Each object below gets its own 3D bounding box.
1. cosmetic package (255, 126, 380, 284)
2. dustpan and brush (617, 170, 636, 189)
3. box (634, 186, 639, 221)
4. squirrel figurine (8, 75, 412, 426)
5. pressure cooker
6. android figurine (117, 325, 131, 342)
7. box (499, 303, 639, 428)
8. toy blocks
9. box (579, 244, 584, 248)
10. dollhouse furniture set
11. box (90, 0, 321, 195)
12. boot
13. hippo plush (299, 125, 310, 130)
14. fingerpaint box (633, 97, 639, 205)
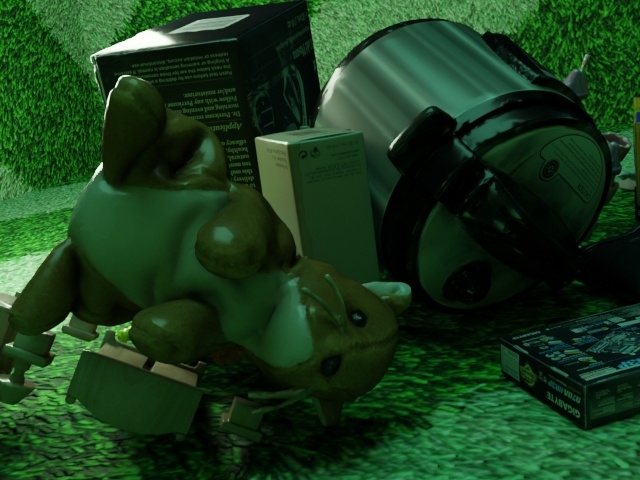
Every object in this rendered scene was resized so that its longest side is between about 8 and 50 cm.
[{"bbox_3d":[0.000,0.000,1.127,0.113,0.309,0.160,-11,13,-19],"label":"cosmetic package"},{"bbox_3d":[0.759,-0.152,1.897,0.147,0.060,0.211,5,18,43],"label":"dustpan and brush"},{"bbox_3d":[0.808,-0.076,1.515,0.308,0.076,0.242,-10,14,-9],"label":"box"},{"bbox_3d":[-0.086,0.043,0.918,0.371,0.281,0.397,27,0,1],"label":"squirrel figurine"},{"bbox_3d":[0.219,-0.094,1.193,0.370,0.375,0.420,-13,42,-21],"label":"pressure cooker"},{"bbox_3d":[-0.183,0.095,1.218,0.273,0.056,0.248,-23,-7,-42],"label":"android figurine"},{"bbox_3d":[0.348,0.136,0.919,0.220,0.051,0.175,-11,14,-16],"label":"box"},{"bbox_3d":[0.424,-0.201,1.486,0.309,0.260,0.288,21,34,16],"label":"toy blocks"},{"bbox_3d":[0.381,0.014,1.451,0.137,0.036,0.225,-8,14,-5],"label":"box"},{"bbox_3d":[-0.266,0.207,0.987,0.356,0.173,0.303,21,-2,-6],"label":"dollhouse furniture set"},{"bbox_3d":[-0.181,-0.215,1.642,0.298,0.471,0.480,-2,24,16],"label":"box"},{"bbox_3d":[0.531,0.026,1.185,0.247,0.094,0.207,-17,11,-12],"label":"boot"},{"bbox_3d":[0.067,-0.119,1.566,0.294,0.234,0.236,-32,41,7],"label":"hippo plush"},{"bbox_3d":[0.795,-0.198,1.508,0.371,0.163,0.445,-2,14,23],"label":"fingerpaint box"}]
